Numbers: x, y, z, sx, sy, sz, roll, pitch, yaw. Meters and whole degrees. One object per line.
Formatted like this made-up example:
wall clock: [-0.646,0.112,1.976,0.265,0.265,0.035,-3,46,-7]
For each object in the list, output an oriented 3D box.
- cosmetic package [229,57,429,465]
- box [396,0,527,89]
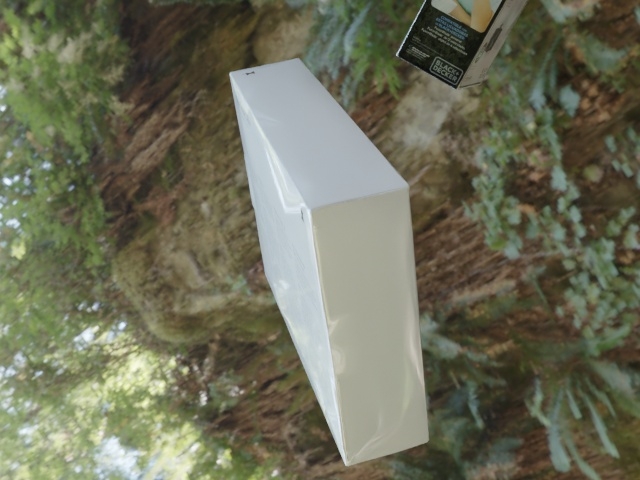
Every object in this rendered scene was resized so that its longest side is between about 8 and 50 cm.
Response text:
cosmetic package: [0.000,0.000,0.903,0.377,0.097,0.284,-119,16,-58]
box: [0.214,-0.330,1.016,0.087,0.290,0.169,33,-158,11]
